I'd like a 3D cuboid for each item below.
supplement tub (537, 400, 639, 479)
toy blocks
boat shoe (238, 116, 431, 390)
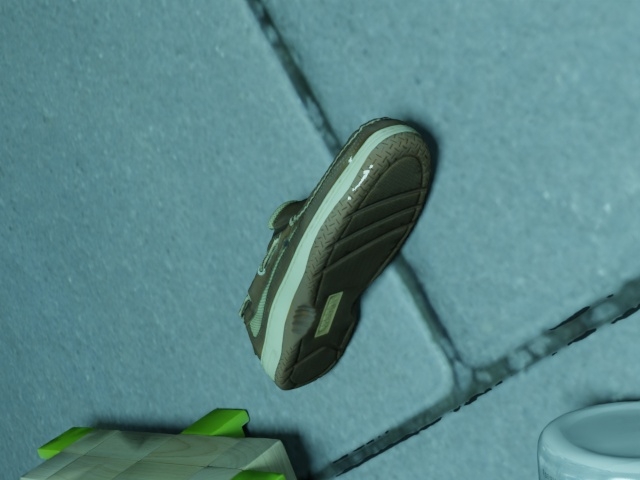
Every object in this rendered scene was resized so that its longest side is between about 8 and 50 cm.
[{"bbox_3d":[0.194,0.202,0.603,0.117,0.117,0.190,2,103,45],"label":"supplement tub"},{"bbox_3d":[-0.119,0.316,0.927,0.381,0.191,0.260,-8,107,45],"label":"toy blocks"},{"bbox_3d":[-0.006,0.001,0.765,0.095,0.095,0.257,51,132,30],"label":"boat shoe"}]
